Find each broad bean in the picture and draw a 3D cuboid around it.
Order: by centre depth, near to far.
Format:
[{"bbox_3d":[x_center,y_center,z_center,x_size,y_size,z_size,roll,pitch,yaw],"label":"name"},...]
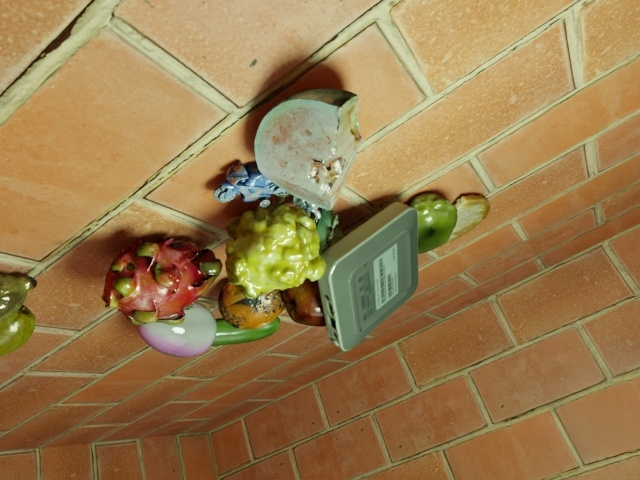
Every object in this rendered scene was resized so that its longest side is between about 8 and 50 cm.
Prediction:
[{"bbox_3d":[0.338,-0.048,1.612,0.238,0.119,0.291,-14,152,-6],"label":"broad bean"}]

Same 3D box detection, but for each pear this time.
[{"bbox_3d":[-0.849,0.230,1.293,0.162,0.148,0.149,-34,152,1],"label":"pear"}]

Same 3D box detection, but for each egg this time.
[{"bbox_3d":[-0.468,0.282,1.603,0.196,0.196,0.271,-33,132,24],"label":"egg"}]

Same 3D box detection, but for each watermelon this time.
[{"bbox_3d":[-0.018,-0.223,1.052,0.175,0.188,0.321,-57,170,-39],"label":"watermelon"}]

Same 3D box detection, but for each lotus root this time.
[{"bbox_3d":[-0.805,0.141,1.180,0.214,0.138,0.138,-27,156,-18],"label":"lotus root"}]

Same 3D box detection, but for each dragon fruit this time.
[{"bbox_3d":[-0.406,0.087,1.258,0.243,0.307,0.228,46,137,-17],"label":"dragon fruit"}]

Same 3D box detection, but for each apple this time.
[{"bbox_3d":[-0.008,0.179,1.583,0.234,0.233,0.234,-16,153,-9],"label":"apple"}]

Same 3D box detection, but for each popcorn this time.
[{"bbox_3d":[-0.117,0.014,1.254,0.250,0.241,0.235,-13,174,14],"label":"popcorn"}]

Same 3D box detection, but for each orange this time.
[{"bbox_3d":[-0.224,0.201,1.639,0.235,0.182,0.234,-26,163,-9],"label":"orange"}]

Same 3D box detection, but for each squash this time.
[{"bbox_3d":[-0.327,0.353,1.919,0.395,0.107,0.107,-1,147,-32],"label":"squash"}]

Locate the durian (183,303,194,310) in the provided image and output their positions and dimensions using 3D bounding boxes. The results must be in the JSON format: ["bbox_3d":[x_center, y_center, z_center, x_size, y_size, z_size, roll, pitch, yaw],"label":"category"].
[{"bbox_3d":[-0.437,0.142,1.461,0.149,0.091,0.188,24,143,-28],"label":"durian"}]

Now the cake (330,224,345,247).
[{"bbox_3d":[-0.015,0.052,1.584,0.100,0.099,0.235,9,142,-41],"label":"cake"}]

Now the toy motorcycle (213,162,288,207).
[{"bbox_3d":[-0.153,-0.141,1.165,0.205,0.076,0.114,-10,144,-22],"label":"toy motorcycle"}]

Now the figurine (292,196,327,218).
[{"bbox_3d":[-0.025,-0.099,1.311,0.082,0.094,0.086,3,-148,47],"label":"figurine"}]

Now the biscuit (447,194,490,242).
[{"bbox_3d":[0.501,-0.072,1.770,0.205,0.040,0.309,-5,150,-26],"label":"biscuit"}]

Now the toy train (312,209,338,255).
[{"bbox_3d":[0.000,0.000,1.401,0.081,0.193,0.125,13,153,7],"label":"toy train"}]

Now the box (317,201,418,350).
[{"bbox_3d":[0.158,0.112,1.460,0.373,0.091,0.367,-36,134,-28],"label":"box"}]
